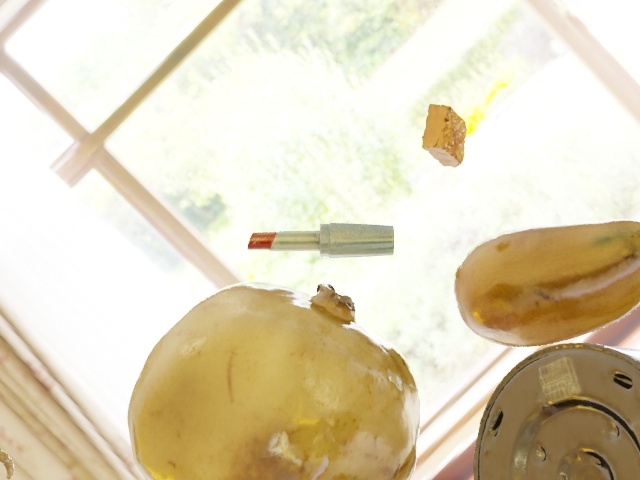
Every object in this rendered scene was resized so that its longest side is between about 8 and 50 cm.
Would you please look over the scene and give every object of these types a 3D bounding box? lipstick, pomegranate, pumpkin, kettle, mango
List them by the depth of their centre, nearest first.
[{"bbox_3d":[0.314,0.207,0.745,0.203,0.308,0.262,-61,42,27],"label":"kettle"},{"bbox_3d":[-0.047,0.194,1.071,0.332,0.332,0.332,-44,6,6],"label":"pomegranate"},{"bbox_3d":[0.353,0.059,1.412,0.317,0.211,0.172,-16,56,23],"label":"mango"},{"bbox_3d":[0.184,-0.157,1.425,0.054,0.083,0.074,0,70,37],"label":"pumpkin"},{"bbox_3d":[0.000,0.000,1.780,0.061,0.274,0.068,90,180,-76],"label":"lipstick"}]

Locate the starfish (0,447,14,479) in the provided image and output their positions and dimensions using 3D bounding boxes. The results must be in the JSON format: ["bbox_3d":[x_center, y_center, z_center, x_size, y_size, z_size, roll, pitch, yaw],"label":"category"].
[{"bbox_3d":[-0.429,0.312,1.130,0.053,0.210,0.150,-69,-20,-72],"label":"starfish"}]
